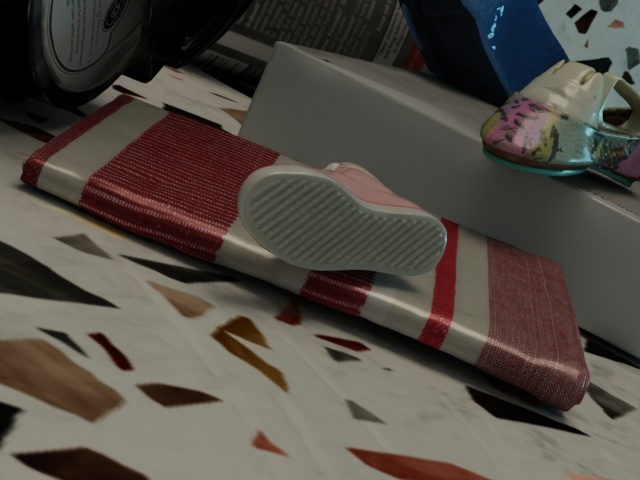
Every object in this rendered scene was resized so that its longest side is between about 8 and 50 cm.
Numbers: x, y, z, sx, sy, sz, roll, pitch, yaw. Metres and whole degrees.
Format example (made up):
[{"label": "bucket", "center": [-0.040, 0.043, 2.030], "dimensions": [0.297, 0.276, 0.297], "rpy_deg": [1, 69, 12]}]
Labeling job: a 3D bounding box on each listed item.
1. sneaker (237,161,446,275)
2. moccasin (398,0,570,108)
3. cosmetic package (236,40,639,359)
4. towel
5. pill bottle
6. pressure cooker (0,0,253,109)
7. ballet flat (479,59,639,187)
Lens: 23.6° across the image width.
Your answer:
[{"label": "sneaker", "center": [-0.001, -0.017, 0.829], "dimensions": [0.134, 0.051, 0.070], "rpy_deg": [13, 15, -38]}, {"label": "moccasin", "center": [0.167, -0.164, 1.484], "dimensions": [0.117, 0.138, 0.342], "rpy_deg": [18, -26, 29]}, {"label": "cosmetic package", "center": [0.162, -0.034, 1.228], "dimensions": [0.377, 0.097, 0.284], "rpy_deg": [29, 11, 25]}, {"label": "towel", "center": [0.000, 0.000, 0.934], "dimensions": [0.329, 0.037, 0.237], "rpy_deg": [22, 14, 0]}, {"label": "pill bottle", "center": [-0.055, -0.266, 1.549], "dimensions": [0.363, 0.210, 0.210], "rpy_deg": [20, 13, -18]}, {"label": "pressure cooker", "center": [-0.212, -0.291, 0.980], "dimensions": [0.420, 0.375, 0.370], "rpy_deg": [24, 9, 6]}, {"label": "ballet flat", "center": [0.185, -0.085, 1.089], "dimensions": [0.077, 0.079, 0.221], "rpy_deg": [33, 16, 31]}]
